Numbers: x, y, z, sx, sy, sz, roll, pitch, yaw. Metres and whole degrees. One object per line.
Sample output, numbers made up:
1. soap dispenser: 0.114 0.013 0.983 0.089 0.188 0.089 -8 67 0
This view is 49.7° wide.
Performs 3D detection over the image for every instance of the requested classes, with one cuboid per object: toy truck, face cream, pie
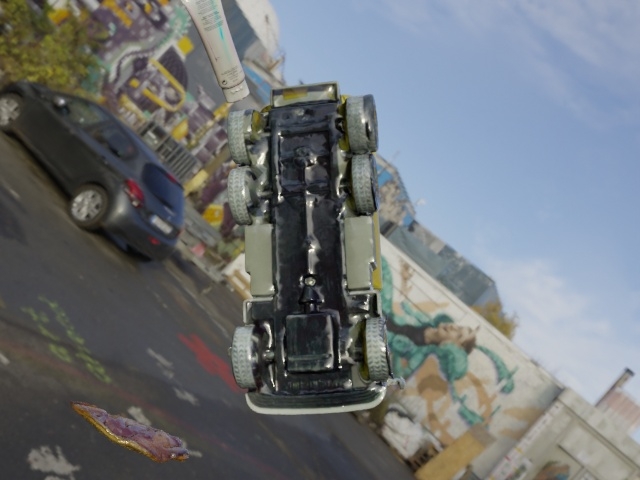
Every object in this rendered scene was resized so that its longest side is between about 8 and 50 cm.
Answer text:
1. toy truck: 0.000 0.000 0.462 0.114 0.098 0.226 58 28 -72
2. face cream: -0.097 -0.187 0.663 0.020 0.038 0.115 44 -21 48
3. pie: -0.222 0.242 0.849 0.092 0.034 0.170 22 -13 45
